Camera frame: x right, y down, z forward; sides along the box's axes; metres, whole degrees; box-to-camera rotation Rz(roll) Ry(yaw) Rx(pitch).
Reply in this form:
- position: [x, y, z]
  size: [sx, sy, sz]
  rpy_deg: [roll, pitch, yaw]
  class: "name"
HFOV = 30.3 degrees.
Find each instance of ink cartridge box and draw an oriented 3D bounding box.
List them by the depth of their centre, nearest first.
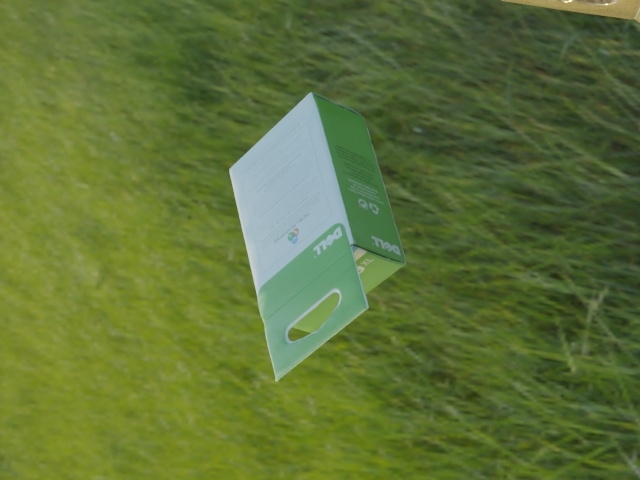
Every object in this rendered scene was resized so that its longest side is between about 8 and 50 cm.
- position: [0.000, 0.000, 0.922]
  size: [0.109, 0.062, 0.209]
  rpy_deg: [-40, 48, 31]
  class: "ink cartridge box"

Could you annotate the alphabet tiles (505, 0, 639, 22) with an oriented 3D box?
- position: [0.080, -0.122, 0.328]
  size: [0.342, 0.285, 0.011]
  rpy_deg: [43, -122, -79]
  class: "alphabet tiles"
